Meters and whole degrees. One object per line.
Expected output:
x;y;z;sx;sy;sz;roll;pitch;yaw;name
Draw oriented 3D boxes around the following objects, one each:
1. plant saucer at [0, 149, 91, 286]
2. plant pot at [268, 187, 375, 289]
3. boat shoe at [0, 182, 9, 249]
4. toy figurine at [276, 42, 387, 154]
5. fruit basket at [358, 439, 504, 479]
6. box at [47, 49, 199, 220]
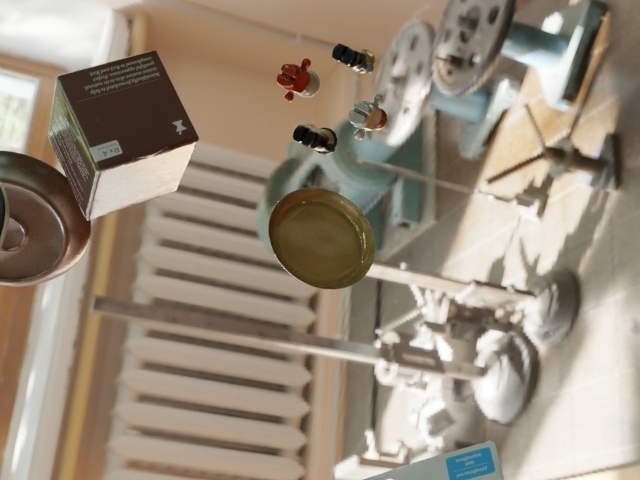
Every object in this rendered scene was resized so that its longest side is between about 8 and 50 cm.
-0.595;-0.026;1.823;0.050;0.311;0.310;-93;24;-54;plant saucer
0.000;0.000;1.998;0.032;0.236;0.236;126;150;-56;plant pot
-0.521;-0.006;1.449;0.075;0.065;0.206;-18;61;36;boat shoe
0.031;-0.300;2.044;0.210;0.148;0.213;-20;82;21;toy figurine
0.095;0.436;1.191;0.165;0.327;0.353;56;-160;-47;fruit basket
-0.316;-0.162;1.519;0.167;0.168;0.203;63;154;12;box
